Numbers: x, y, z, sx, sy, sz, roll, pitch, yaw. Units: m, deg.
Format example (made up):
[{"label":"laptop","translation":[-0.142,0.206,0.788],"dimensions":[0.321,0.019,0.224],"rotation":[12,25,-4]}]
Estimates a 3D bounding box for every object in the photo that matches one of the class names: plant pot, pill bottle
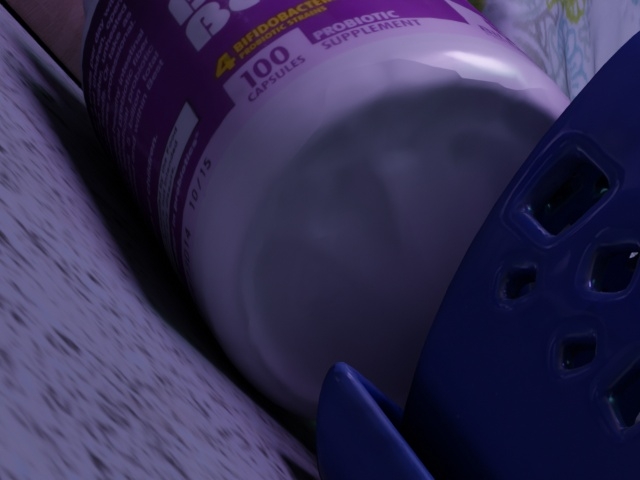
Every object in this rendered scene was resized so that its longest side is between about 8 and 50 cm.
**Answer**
[{"label":"plant pot","translation":[0.149,0.101,0.717],"dimensions":[0.236,0.212,0.236],"rotation":[44,6,-45]},{"label":"pill bottle","translation":[-0.011,-0.061,0.883],"dimensions":[0.169,0.169,0.301],"rotation":[45,5,-34]}]

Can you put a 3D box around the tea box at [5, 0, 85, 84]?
[{"label":"tea box","translation":[-0.059,-0.264,1.181],"dimensions":[0.220,0.329,0.323],"rotation":[48,4,-10]}]

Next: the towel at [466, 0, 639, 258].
[{"label":"towel","translation":[0.146,-0.062,1.230],"dimensions":[0.320,0.090,0.374],"rotation":[-54,137,-59]}]
